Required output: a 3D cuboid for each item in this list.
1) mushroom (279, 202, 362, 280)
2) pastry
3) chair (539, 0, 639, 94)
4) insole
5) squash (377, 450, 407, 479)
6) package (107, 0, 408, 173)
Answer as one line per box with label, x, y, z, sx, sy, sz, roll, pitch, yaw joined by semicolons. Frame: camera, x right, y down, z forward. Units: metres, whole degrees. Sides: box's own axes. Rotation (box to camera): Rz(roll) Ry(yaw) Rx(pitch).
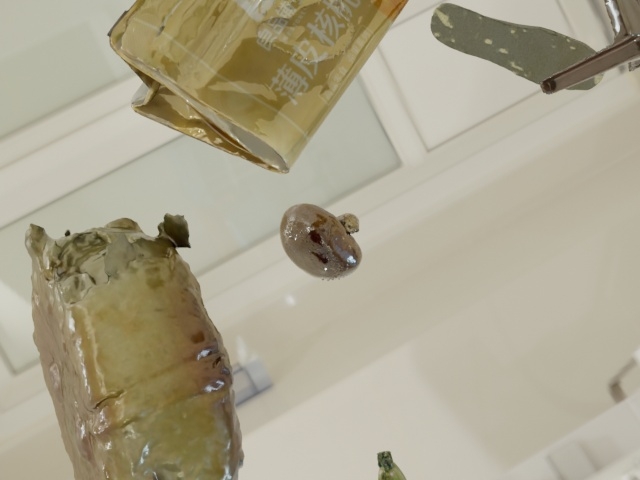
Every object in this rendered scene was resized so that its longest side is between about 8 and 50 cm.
mushroom;0.000;0.000;1.417;0.127;0.087;0.127;28;150;18
pastry;-0.178;0.138;0.978;0.329;0.136;0.330;44;142;49
chair;0.381;-0.299;1.125;0.326;0.175;0.183;-13;94;64
insole;0.264;-0.262;1.398;0.247;0.011;0.081;23;133;15
squash;0.122;0.388;1.509;0.183;0.052;0.052;65;170;-15
package;-0.052;-0.252;1.001;0.221;0.311;0.165;25;161;28
